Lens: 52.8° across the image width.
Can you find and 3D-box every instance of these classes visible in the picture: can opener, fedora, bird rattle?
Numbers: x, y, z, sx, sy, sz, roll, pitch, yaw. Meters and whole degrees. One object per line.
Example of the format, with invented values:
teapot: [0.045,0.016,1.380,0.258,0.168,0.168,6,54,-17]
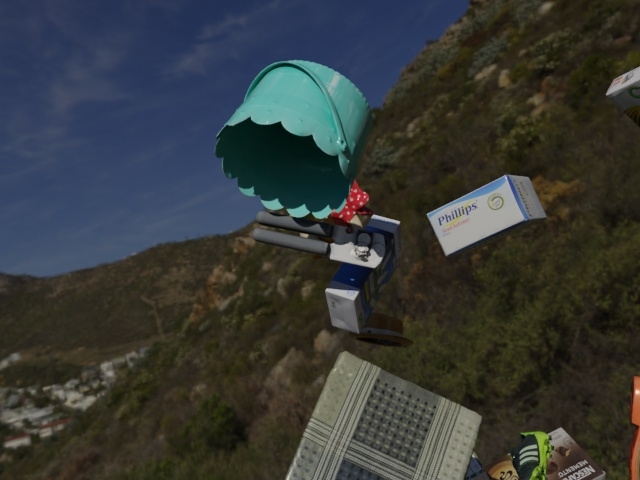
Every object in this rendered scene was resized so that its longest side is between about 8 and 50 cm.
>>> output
can opener: [0.000,0.000,1.342,0.281,0.074,0.093,11,-6,1]
fedora: [0.174,0.252,1.837,0.195,0.079,0.194,10,-16,3]
bird rattle: [0.025,-0.041,1.627,0.254,0.206,0.143,-4,-30,-29]

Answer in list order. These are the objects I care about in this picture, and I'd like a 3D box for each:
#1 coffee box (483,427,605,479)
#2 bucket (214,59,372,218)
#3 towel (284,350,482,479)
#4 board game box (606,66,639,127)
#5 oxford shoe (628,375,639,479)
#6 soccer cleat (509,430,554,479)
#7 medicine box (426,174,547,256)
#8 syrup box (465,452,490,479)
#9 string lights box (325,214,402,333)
coffee box: [0.551,0.630,1.652,0.297,0.118,0.168,-20,35,-14]
bucket: [-0.042,-0.193,1.228,0.281,0.183,0.281,18,-30,11]
towel: [0.117,0.402,1.190,0.312,0.324,0.056,25,-30,6]
board game box: [0.677,-0.257,1.105,0.053,0.193,0.305,-55,11,-19]
oxford shoe: [0.643,0.399,1.229,0.099,0.271,0.097,2,7,22]
soccer cleat: [0.391,0.428,1.221,0.072,0.060,0.179,-8,19,32]
medicine box: [0.512,-0.075,1.966,0.264,0.149,0.289,-28,-10,29]
syrup box: [0.293,0.611,1.593,0.237,0.096,0.093,-28,37,-1]
string lights box: [0.108,0.077,1.533,0.077,0.133,0.259,16,52,24]
